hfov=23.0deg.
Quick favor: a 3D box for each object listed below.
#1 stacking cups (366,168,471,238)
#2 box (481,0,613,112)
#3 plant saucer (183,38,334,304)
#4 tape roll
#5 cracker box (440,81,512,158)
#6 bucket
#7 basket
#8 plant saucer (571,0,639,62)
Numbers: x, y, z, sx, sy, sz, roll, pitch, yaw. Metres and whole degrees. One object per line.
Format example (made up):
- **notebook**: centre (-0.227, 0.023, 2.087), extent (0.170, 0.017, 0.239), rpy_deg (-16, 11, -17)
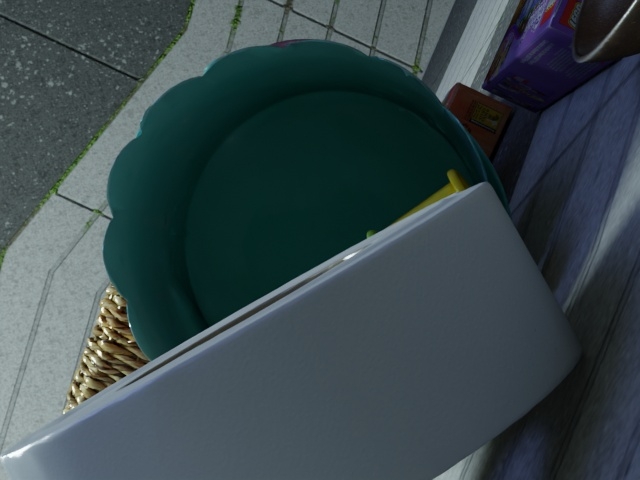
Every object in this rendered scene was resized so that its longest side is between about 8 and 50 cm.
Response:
- **stacking cups**: centre (-0.020, 0.079, 0.988), extent (0.316, 0.096, 0.096), rpy_deg (-34, 8, 10)
- **box**: centre (0.209, -0.216, 1.209), extent (0.293, 0.057, 0.201), rpy_deg (138, 156, -85)
- **plant saucer**: centre (0.013, -0.006, 1.341), extent (0.332, 0.084, 0.332), rpy_deg (-4, -85, -53)
- **tape roll**: centre (-0.014, 0.079, 0.796), extent (0.286, 0.100, 0.286), rpy_deg (-30, 0, 0)
- **cracker box**: centre (0.120, -0.065, 1.630), extent (0.232, 0.067, 0.156), rpy_deg (145, 150, -85)
- **bucket**: centre (0.000, 0.000, 1.114), extent (0.281, 0.281, 0.183), rpy_deg (-65, -6, 4)
- **basket**: centre (-0.098, 0.125, 1.740), extent (0.213, 0.299, 0.223), rpy_deg (-65, -1, -64)
- **plant saucer**: centre (0.234, -0.234, 0.896), extent (0.310, 0.050, 0.311), rpy_deg (-155, 90, -89)
